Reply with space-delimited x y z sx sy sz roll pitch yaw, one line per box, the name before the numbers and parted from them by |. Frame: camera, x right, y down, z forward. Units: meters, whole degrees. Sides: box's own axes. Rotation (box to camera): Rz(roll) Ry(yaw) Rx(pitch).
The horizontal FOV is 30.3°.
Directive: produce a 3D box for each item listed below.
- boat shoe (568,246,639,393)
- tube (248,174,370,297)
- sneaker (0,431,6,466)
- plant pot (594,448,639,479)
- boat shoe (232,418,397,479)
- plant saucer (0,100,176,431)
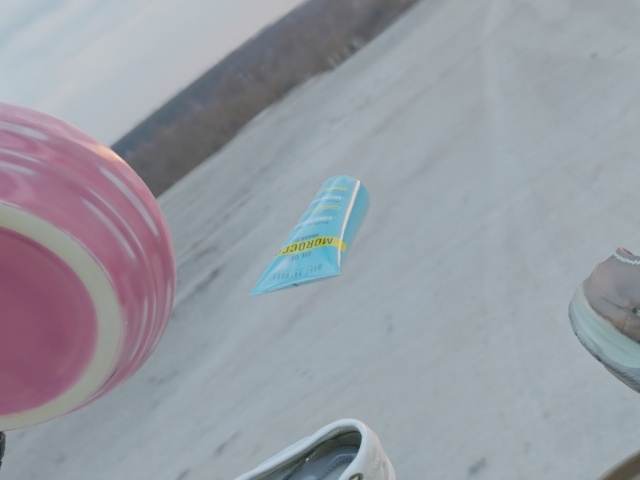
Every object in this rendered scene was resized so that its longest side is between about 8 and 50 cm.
boat shoe | 0.222 0.051 0.567 0.116 0.123 0.324 -57 15 6
tube | 0.000 0.000 1.056 0.080 0.052 0.207 -20 17 20
sneaker | -0.382 0.246 1.182 0.130 0.286 0.109 3 22 14
plant pot | 0.366 0.291 1.187 0.237 0.110 0.237 -34 4 3
boat shoe | -0.069 0.217 0.804 0.277 0.098 0.096 -40 -35 -17
plant saucer | -0.286 0.043 0.980 0.332 0.332 0.084 -35 32 19
